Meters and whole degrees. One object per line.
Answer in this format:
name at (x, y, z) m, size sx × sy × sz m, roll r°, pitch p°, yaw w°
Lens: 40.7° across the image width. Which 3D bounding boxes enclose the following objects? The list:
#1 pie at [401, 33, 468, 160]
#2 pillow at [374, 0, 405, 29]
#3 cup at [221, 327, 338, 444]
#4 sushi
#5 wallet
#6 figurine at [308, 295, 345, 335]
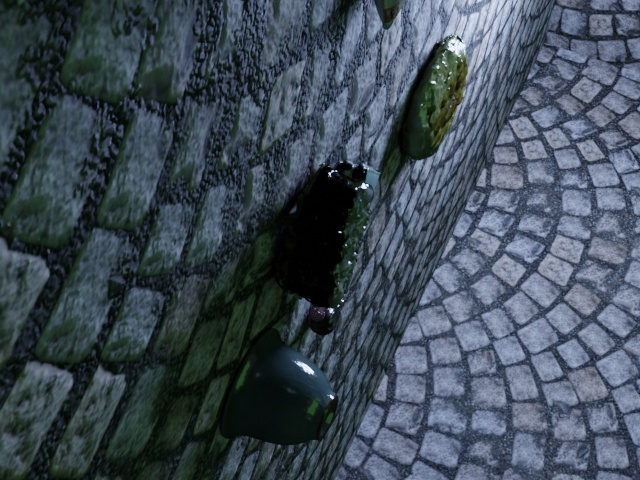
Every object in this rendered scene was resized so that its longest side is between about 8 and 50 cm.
pie at (0.258, -0.309, 1.890) m, size 0.306 × 0.071 × 0.306 m, roll 21°, pitch 90°, yaw -76°
pillow at (0.134, -0.432, 1.301) m, size 0.128 × 0.050 × 0.229 m, roll 80°, pitch 33°, yaw -51°
cup at (-0.053, 0.263, 1.430) m, size 0.199 × 0.150 × 0.199 m, roll 21°, pitch 90°, yaw -76°
sushi at (0.000, 0.000, 1.315) m, size 0.147 × 0.115 × 0.213 m, roll -45°, pitch 152°, yaw -64°
wallet at (0.030, -0.013, 1.480) m, size 0.176 × 0.075 × 0.251 m, roll -2°, pitch 112°, yaw -78°
figurine at (0.018, 0.130, 1.682) m, size 0.129 × 0.054 × 0.072 m, roll -55°, pitch 156°, yaw -48°
